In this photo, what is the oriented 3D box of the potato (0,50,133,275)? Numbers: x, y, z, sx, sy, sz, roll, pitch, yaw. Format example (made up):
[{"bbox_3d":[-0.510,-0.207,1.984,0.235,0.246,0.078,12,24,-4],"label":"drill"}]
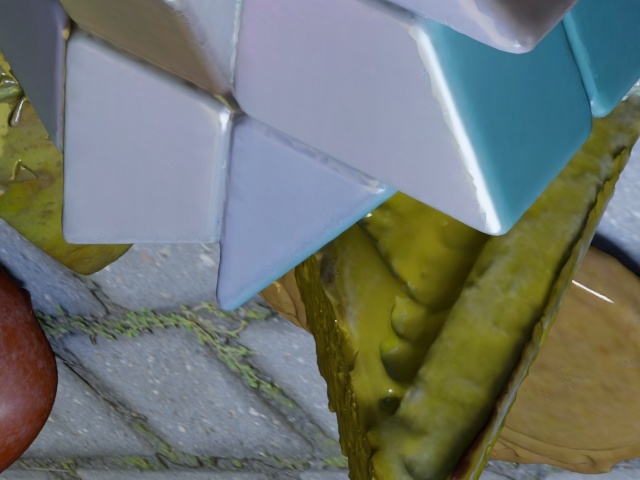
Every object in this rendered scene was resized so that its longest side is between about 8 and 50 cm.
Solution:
[{"bbox_3d":[-0.192,-0.086,1.443,0.141,0.176,0.298,-114,7,-47],"label":"potato"}]

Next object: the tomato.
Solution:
[{"bbox_3d":[-0.388,0.127,1.883,0.264,0.265,0.265,23,150,14],"label":"tomato"}]

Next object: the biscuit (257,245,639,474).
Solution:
[{"bbox_3d":[0.110,0.074,1.492,0.351,0.057,0.312,5,143,37],"label":"biscuit"}]

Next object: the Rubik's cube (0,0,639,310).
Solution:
[{"bbox_3d":[-0.005,-0.175,0.930,0.368,0.358,0.387,28,138,20],"label":"Rubik's cube"}]

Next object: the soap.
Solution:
[{"bbox_3d":[0.000,0.000,1.220,0.304,0.339,0.169,23,149,11],"label":"soap"}]

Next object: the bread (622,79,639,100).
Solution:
[{"bbox_3d":[0.176,-0.145,1.113,0.232,0.064,0.172,-4,138,44],"label":"bread"}]
